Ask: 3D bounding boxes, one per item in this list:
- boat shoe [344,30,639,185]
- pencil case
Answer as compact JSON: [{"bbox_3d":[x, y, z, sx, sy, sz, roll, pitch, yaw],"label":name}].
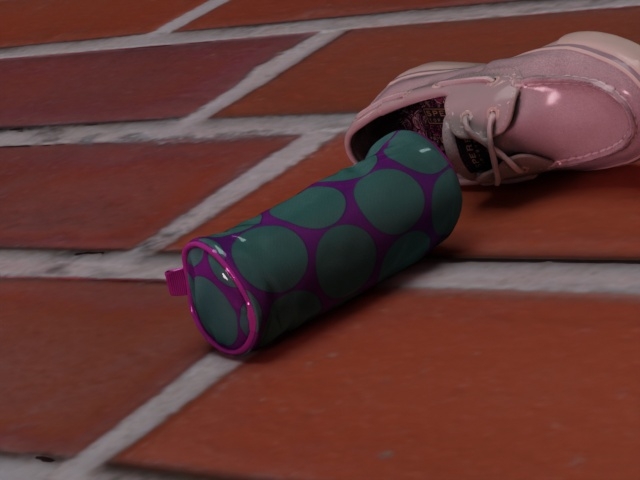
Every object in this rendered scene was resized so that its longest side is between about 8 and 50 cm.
[{"bbox_3d":[0.100,-0.060,1.061,0.081,0.079,0.227,-38,22,-31],"label":"boat shoe"},{"bbox_3d":[0.000,0.000,0.980,0.151,0.064,0.070,-28,38,-31],"label":"pencil case"}]
